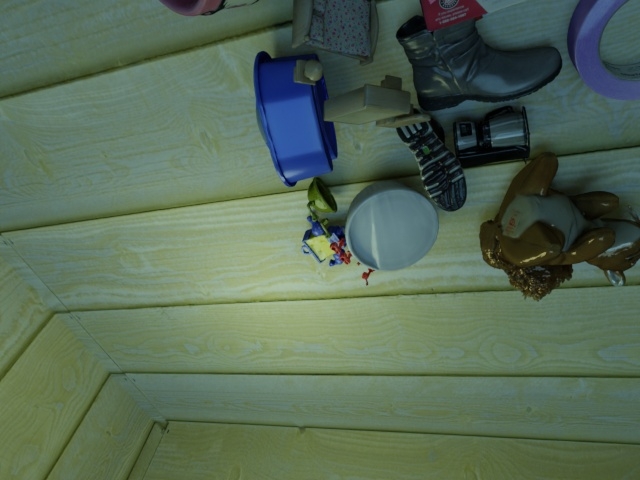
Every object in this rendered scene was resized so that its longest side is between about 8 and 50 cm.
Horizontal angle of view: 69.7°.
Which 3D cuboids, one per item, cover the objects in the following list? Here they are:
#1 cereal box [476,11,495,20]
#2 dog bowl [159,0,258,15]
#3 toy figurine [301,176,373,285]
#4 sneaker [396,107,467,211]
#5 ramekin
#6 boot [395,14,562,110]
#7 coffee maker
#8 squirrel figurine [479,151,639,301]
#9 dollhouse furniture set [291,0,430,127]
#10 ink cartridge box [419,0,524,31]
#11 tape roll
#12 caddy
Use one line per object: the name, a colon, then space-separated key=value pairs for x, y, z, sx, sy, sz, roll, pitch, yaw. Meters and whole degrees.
cereal box: x=0.389 y=-0.583 z=0.944 sx=0.239 sy=0.047 sz=0.173 roll=-16 pitch=126 yaw=28
dog bowl: x=-0.276 y=-0.629 z=0.876 sx=0.408 sy=0.150 sz=0.408 roll=39 pitch=156 yaw=21
toy figurine: x=0.000 y=0.000 z=1.474 sx=0.217 sy=0.191 sz=0.363 roll=-21 pitch=121 yaw=35
sneaker: x=0.311 y=-0.220 z=1.192 sx=0.106 sy=0.162 sz=0.282 roll=-25 pitch=92 yaw=34
ramekin: x=0.199 y=-0.053 z=1.362 sx=0.272 sy=0.127 sz=0.273 roll=-3 pitch=119 yaw=-6
boot: x=0.353 y=-0.421 z=1.021 sx=0.337 sy=0.118 sz=0.223 roll=-10 pitch=140 yaw=20
coffee maker: x=0.438 y=-0.244 z=1.182 sx=0.178 sy=0.120 sz=0.171 roll=-7 pitch=129 yaw=21
squirrel figurine: x=0.672 y=0.003 z=1.283 sx=0.369 sy=0.281 sz=0.397 roll=13 pitch=151 yaw=-13
dollhouse furniture set: x=0.111 y=-0.444 z=0.993 sx=0.302 sy=0.357 sz=0.173 roll=-1 pitch=-175 yaw=-32
ink cartridge box: x=0.265 y=-0.572 z=0.817 sx=0.225 sy=0.131 sz=0.306 roll=-10 pitch=130 yaw=21
tape roll: x=0.678 y=-0.443 z=0.965 sx=0.274 sy=0.090 sz=0.275 roll=7 pitch=131 yaw=8
caddy: x=-0.074 y=-0.308 z=1.167 sx=0.179 sy=0.241 sz=0.342 roll=-8 pitch=115 yaw=12
